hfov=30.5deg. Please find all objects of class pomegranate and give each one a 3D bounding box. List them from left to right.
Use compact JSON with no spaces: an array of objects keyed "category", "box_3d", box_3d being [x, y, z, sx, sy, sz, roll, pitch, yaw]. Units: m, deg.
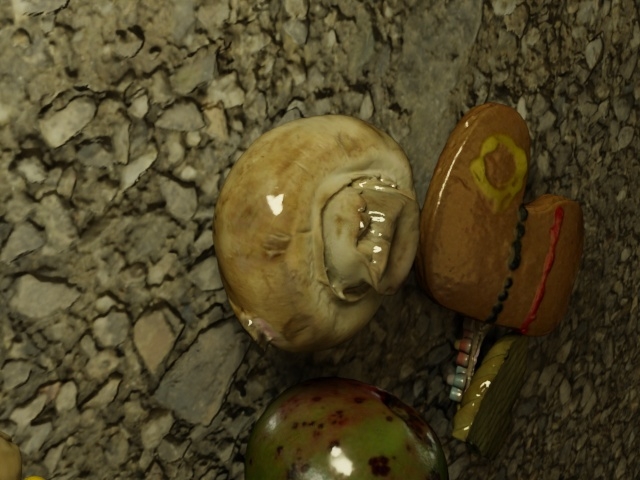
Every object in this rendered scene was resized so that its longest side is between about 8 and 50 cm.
[{"category":"pomegranate","box_3d":[0.007,0.302,1.270,0.306,0.242,0.242,-59,141,-11]}]

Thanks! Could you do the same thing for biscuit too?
[{"category":"biscuit","box_3d":[0.241,0.206,1.609,0.187,0.036,0.273,-63,158,-11]},{"category":"biscuit","box_3d":[0.245,-0.020,1.484,0.277,0.052,0.262,22,89,-35]}]

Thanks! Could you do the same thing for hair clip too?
[{"category":"hair clip","box_3d":[0.202,0.133,1.570,0.062,0.056,0.214,-28,138,-73]}]

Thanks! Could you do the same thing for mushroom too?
[{"category":"mushroom","box_3d":[0.000,0.000,1.171,0.255,0.184,0.255,-42,140,-48]}]

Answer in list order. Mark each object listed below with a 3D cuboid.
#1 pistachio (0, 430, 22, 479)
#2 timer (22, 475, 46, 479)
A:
[{"category":"pistachio","box_3d":[-0.318,0.217,0.963,0.185,0.108,0.126,-34,154,-44]},{"category":"timer","box_3d":[-0.242,0.274,1.104,0.107,0.109,0.107,-46,166,-15]}]
